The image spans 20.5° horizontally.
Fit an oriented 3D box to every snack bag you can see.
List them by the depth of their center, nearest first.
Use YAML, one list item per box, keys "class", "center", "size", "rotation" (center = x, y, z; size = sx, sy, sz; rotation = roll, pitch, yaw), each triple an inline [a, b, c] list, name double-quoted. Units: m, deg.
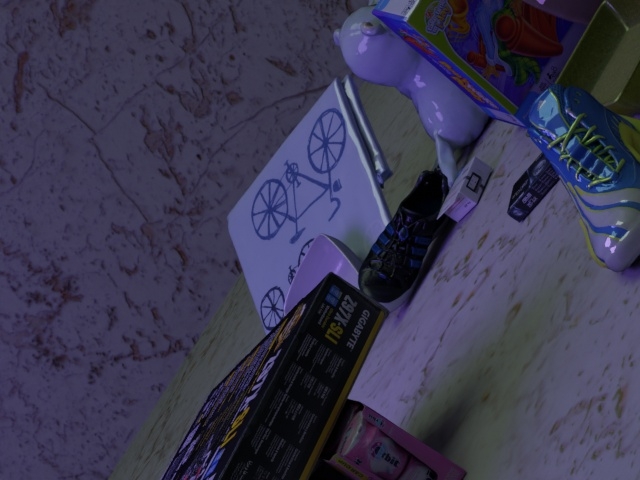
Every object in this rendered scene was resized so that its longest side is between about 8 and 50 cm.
- class: "snack bag"
  center: [0.000, 0.000, 2.393]
  size: [0.323, 0.037, 0.342]
  rotation: [-49, 47, 37]

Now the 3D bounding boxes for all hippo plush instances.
- class: "hippo plush"
  center: [0.131, -0.241, 2.423]
  size: [0.294, 0.236, 0.234]
  rotation: [-58, 8, -12]

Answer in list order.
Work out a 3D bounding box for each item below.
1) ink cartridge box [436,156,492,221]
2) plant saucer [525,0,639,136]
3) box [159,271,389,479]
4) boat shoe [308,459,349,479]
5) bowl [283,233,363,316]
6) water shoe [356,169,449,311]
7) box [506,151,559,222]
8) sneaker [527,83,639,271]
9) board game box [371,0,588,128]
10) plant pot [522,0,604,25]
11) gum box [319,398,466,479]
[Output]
- class: "ink cartridge box"
  center: [0.176, -0.057, 2.161]
  size: [0.048, 0.028, 0.083]
  rotation: [-49, 10, 50]
- class: "plant saucer"
  center: [0.306, -0.182, 1.766]
  size: [0.188, 0.045, 0.188]
  rotation: [-59, 14, -17]
- class: "box"
  center: [-0.079, 0.211, 1.620]
  size: [0.257, 0.079, 0.322]
  rotation: [-44, 13, 45]
- class: "boat shoe"
  center: [-0.043, 0.319, 1.654]
  size: [0.306, 0.113, 0.105]
  rotation: [-47, -8, -42]
- class: "bowl"
  center: [0.021, 0.079, 2.271]
  size: [0.142, 0.053, 0.142]
  rotation: [51, 123, 45]
- class: "water shoe"
  center: [0.099, -0.004, 2.169]
  size: [0.080, 0.073, 0.203]
  rotation: [85, -152, -51]
- class: "box"
  center: [0.233, -0.066, 1.883]
  size: [0.083, 0.018, 0.067]
  rotation: [-51, 9, 32]
- class: "sneaker"
  center: [0.225, -0.060, 1.502]
  size: [0.091, 0.126, 0.240]
  rotation: [-54, 8, 21]
- class: "board game box"
  center: [0.247, -0.343, 2.109]
  size: [0.347, 0.233, 0.078]
  rotation: [-57, 34, -5]
- class: "plant pot"
  center: [0.306, -0.367, 1.957]
  size: [0.263, 0.263, 0.229]
  rotation: [-76, 4, -68]
- class: "gum box"
  center: [0.052, 0.195, 1.589]
  size: [0.062, 0.107, 0.188]
  rotation: [-57, 8, -6]
